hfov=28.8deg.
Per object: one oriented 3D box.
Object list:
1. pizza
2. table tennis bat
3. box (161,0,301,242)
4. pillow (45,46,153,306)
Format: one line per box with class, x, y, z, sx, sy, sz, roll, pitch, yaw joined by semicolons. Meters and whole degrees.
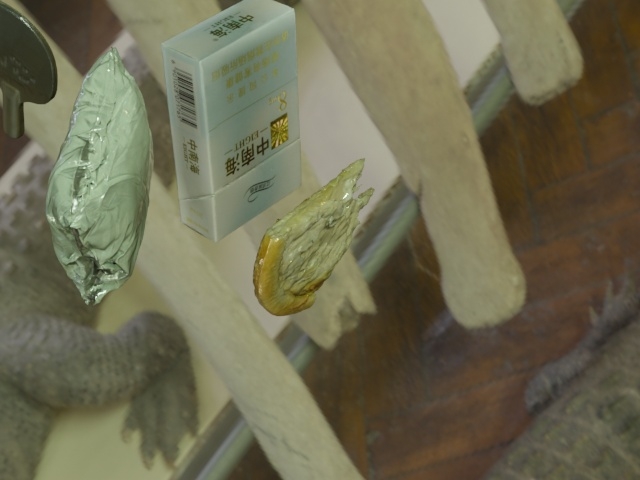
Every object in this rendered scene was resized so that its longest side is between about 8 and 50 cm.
pizza;0.000;0.000;1.621;0.034;0.181;0.262;27;52;25
table tennis bat;-0.373;-0.202;1.505;0.131;0.234;0.022;33;57;7
box;-0.096;-0.137;1.416;0.067;0.243;0.155;28;48;33
pillow;-0.322;-0.089;1.823;0.138;0.283;0.310;6;57;0
